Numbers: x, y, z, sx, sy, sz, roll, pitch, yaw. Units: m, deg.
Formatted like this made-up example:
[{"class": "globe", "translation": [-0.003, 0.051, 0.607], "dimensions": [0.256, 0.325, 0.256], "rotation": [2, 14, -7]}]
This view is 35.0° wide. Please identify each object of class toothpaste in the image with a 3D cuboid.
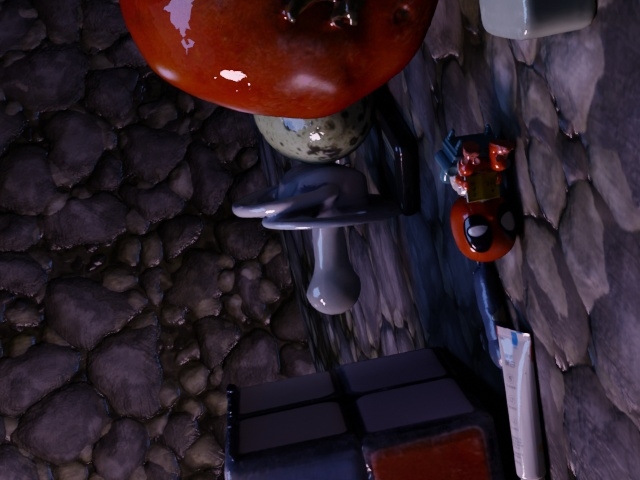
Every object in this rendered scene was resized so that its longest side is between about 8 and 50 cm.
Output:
[{"class": "toothpaste", "translation": [0.212, 0.181, 1.057], "dimensions": [0.048, 0.031, 0.190], "rotation": [12, 115, 57]}]

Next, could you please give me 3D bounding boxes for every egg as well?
[{"class": "egg", "translation": [-0.007, -0.191, 1.414], "dimensions": [0.228, 0.177, 0.177], "rotation": [-111, 10, -64]}]

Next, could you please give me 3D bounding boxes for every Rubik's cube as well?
[{"class": "Rubik's cube", "translation": [0.059, 0.338, 1.273], "dimensions": [0.316, 0.313, 0.318], "rotation": [-118, 17, -79]}]

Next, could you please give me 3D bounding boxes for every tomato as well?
[{"class": "tomato", "translation": [-0.045, -0.286, 1.011], "dimensions": [0.290, 0.293, 0.325], "rotation": [-149, 57, -60]}]

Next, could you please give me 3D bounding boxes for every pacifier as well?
[{"class": "pacifier", "translation": [0.000, 0.000, 1.474], "dimensions": [0.287, 0.238, 0.225], "rotation": [-157, 58, -75]}]

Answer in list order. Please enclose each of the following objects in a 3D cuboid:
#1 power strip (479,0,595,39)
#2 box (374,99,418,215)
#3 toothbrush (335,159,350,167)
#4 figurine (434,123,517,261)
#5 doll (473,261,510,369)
[{"class": "power strip", "translation": [0.127, -0.335, 0.702], "dimensions": [0.091, 0.062, 0.385], "rotation": [-135, 32, -69]}, {"class": "box", "translation": [0.100, -0.109, 1.359], "dimensions": [0.126, 0.027, 0.125], "rotation": [-113, 12, -50]}, {"class": "toothbrush", "translation": [0.030, -0.213, 1.687], "dimensions": [0.024, 0.026, 0.288], "rotation": [40, 145, 47]}, {"class": "figurine", "translation": [0.152, -0.039, 0.979], "dimensions": [0.075, 0.068, 0.140], "rotation": [-122, 22, -58]}, {"class": "doll", "translation": [0.186, 0.078, 1.090], "dimensions": [0.037, 0.027, 0.125], "rotation": [114, 145, -76]}]
